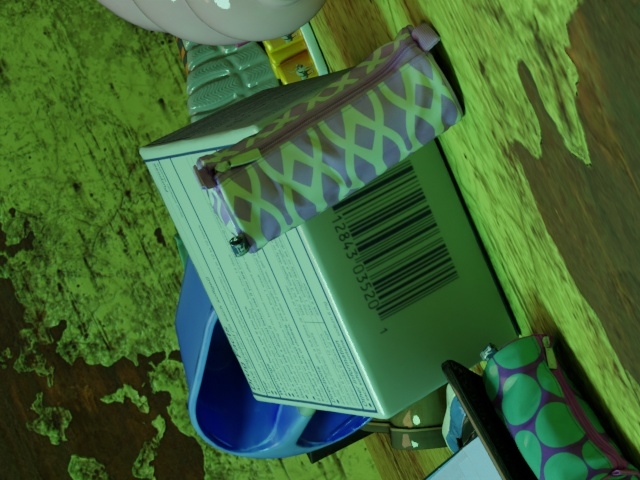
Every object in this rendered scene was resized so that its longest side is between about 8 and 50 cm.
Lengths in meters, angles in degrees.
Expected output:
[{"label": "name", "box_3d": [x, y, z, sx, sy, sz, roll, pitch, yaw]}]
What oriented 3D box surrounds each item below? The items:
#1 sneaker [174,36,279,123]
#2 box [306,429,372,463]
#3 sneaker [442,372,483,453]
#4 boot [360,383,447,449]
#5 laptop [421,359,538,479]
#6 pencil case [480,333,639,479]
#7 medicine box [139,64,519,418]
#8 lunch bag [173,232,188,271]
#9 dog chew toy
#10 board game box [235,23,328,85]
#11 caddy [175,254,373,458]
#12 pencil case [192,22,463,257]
[{"label": "sneaker", "box_3d": [-0.120, -0.219, 2.491, 0.180, 0.125, 0.321, 69, -174, -74]}, {"label": "box", "box_3d": [0.025, 0.186, 2.543, 0.143, 0.165, 0.270, 63, 175, 15]}, {"label": "sneaker", "box_3d": [0.160, 0.205, 1.883, 0.152, 0.058, 0.084, 84, 170, -54]}, {"label": "boot", "box_3d": [0.104, 0.176, 2.221, 0.305, 0.112, 0.115, 173, 91, -80]}, {"label": "laptop", "box_3d": [0.149, 0.344, 1.551, 0.382, 0.236, 0.408, 62, -170, 20]}, {"label": "pencil case", "box_3d": [0.176, 0.137, 1.379, 0.151, 0.064, 0.070, 60, 136, 38]}, {"label": "medicine box", "box_3d": [0.000, 0.000, 1.636, 0.289, 0.149, 0.263, -2, 114, 66]}, {"label": "lunch bag", "box_3d": [-0.030, 0.078, 2.280, 0.160, 0.223, 0.262, -112, -1, -52]}, {"label": "dog chew toy", "box_3d": [-0.090, -0.256, 1.556, 0.332, 0.207, 0.206, 40, 155, 59]}, {"label": "board game box", "box_3d": [-0.122, -0.371, 2.066, 0.390, 0.050, 0.390, 66, 174, -17]}, {"label": "caddy", "box_3d": [-0.025, 0.099, 2.039, 0.341, 0.241, 0.179, 105, 155, -43]}, {"label": "pencil case", "box_3d": [0.003, -0.075, 1.370, 0.086, 0.206, 0.088, 52, 173, 43]}]
